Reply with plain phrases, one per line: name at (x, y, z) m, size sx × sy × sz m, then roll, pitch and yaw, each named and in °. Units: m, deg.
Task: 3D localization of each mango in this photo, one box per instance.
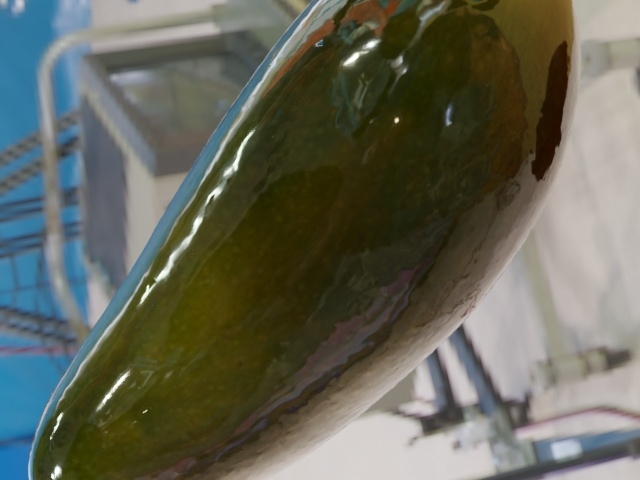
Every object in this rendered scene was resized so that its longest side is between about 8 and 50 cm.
mango at (0.000, -0.002, 0.661) m, size 0.129 × 0.289 × 0.146 m, roll 41°, pitch -176°, yaw -9°
